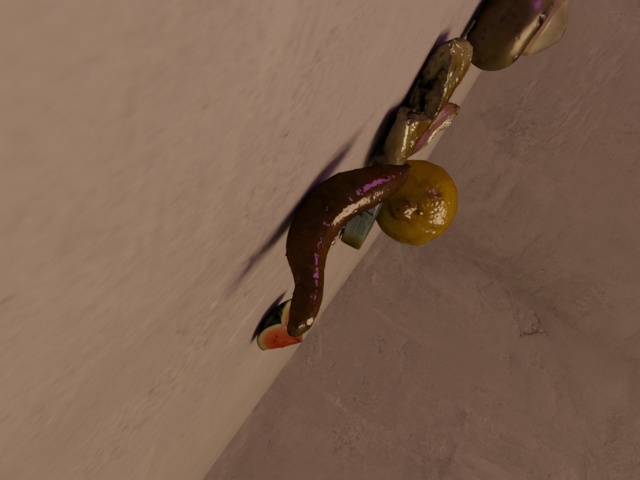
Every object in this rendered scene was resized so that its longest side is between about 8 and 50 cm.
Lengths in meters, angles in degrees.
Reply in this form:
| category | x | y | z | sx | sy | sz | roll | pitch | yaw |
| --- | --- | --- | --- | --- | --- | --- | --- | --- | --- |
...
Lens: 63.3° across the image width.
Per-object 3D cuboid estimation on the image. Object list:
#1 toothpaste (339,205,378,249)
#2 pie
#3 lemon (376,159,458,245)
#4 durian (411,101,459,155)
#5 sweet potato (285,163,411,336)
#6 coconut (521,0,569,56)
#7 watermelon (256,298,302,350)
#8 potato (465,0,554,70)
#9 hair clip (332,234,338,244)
| category | x | y | z | sx | sy | sz | roll | pitch | yaw |
| --- | --- | --- | --- | --- | --- | --- | --- | --- | --- |
| toothpaste | 0.109 | -0.063 | 1.371 | 0.089 | 0.071 | 0.313 | -59 | 173 | -16 |
| pie | 0.209 | -0.266 | 1.095 | 0.337 | 0.075 | 0.337 | -56 | 173 | -10 |
| lemon | 0.267 | -0.110 | 1.484 | 0.245 | 0.245 | 0.320 | -60 | 169 | 23 |
| durian | 0.312 | -0.330 | 1.531 | 0.224 | 0.078 | 0.140 | -44 | -177 | -12 |
| sweet potato | 0.018 | -0.023 | 0.751 | 0.346 | 0.108 | 0.079 | -55 | 165 | -28 |
| coconut | 0.655 | -0.688 | 1.616 | 0.241 | 0.241 | 0.241 | -55 | 173 | -11 |
| watermelon | -0.082 | 0.199 | 1.137 | 0.135 | 0.094 | 0.125 | -56 | 180 | 23 |
| potato | 0.455 | -0.534 | 1.245 | 0.262 | 0.165 | 0.165 | -63 | 171 | 29 |
| hair clip | 0.000 | 0.000 | 1.042 | 0.072 | 0.034 | 0.226 | -63 | 169 | 21 |
